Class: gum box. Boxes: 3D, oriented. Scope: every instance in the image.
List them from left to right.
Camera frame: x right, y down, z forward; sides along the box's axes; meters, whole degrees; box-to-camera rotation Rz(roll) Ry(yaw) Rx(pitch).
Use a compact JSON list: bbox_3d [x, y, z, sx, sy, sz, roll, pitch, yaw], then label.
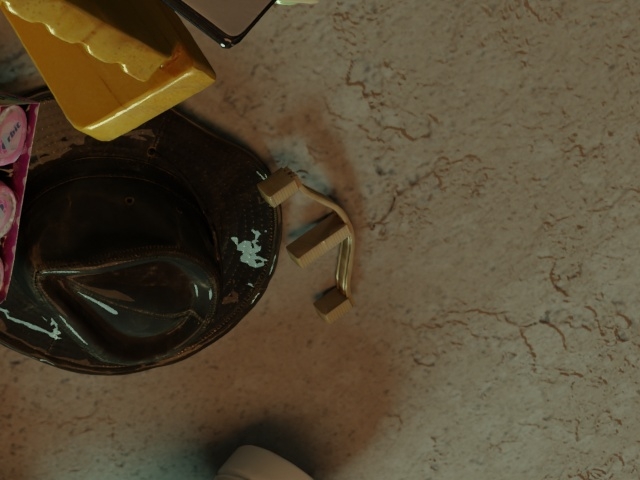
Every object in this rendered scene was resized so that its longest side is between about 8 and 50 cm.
[{"bbox_3d":[-0.314,-0.039,1.619,0.107,0.062,0.188,18,105,22],"label":"gum box"}]

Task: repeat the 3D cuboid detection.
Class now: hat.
[{"bbox_3d":[-0.189,0.027,1.706,0.331,0.134,0.331,-5,125,-7],"label":"hat"}]

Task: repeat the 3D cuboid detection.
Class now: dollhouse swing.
[{"bbox_3d":[-0.337,-0.156,1.377,0.305,0.315,0.347,-46,141,15],"label":"dollhouse swing"}]

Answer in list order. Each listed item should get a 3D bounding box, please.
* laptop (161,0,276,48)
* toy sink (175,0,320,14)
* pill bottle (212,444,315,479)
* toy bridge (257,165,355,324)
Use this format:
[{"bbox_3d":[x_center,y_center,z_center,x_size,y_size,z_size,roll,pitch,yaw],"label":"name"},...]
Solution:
[{"bbox_3d":[-0.073,-0.421,1.281,0.382,0.408,0.236,37,146,1],"label":"laptop"},{"bbox_3d":[-0.064,-0.272,1.515,0.131,0.153,0.234,3,122,-13],"label":"toy sink"},{"bbox_3d":[-0.122,0.367,1.832,0.334,0.188,0.188,-51,127,-25],"label":"pill bottle"},{"bbox_3d":[0.000,0.000,1.774,0.063,0.026,0.188,-36,134,-12],"label":"toy bridge"}]
